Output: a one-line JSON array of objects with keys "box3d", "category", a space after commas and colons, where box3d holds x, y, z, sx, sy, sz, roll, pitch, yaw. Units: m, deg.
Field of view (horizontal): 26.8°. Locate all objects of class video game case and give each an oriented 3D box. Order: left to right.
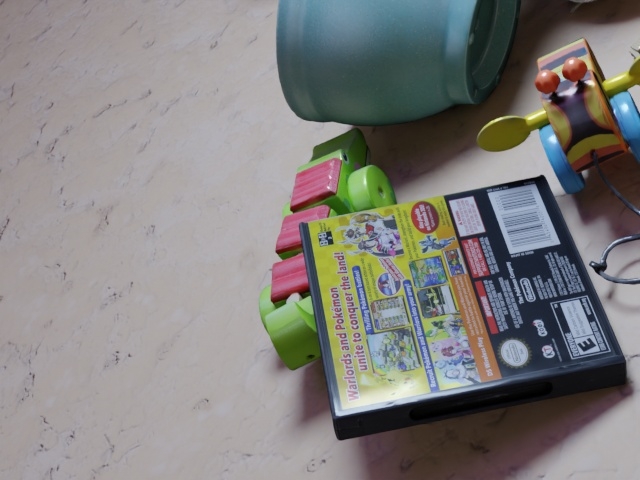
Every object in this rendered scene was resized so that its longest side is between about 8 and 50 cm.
[{"box3d": [0.117, 0.052, 1.219, 0.248, 0.035, 0.275, -11, 38, 0], "category": "video game case"}]

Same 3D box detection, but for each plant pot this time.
[{"box3d": [0.105, -0.254, 1.479, 0.196, 0.293, 0.293, 15, 59, 21], "category": "plant pot"}]

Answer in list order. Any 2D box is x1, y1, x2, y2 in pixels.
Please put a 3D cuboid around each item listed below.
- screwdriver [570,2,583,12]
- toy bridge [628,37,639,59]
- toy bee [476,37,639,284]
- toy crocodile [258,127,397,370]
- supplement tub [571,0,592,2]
[{"box3d": [0.344, -0.315, 1.506, 0.170, 0.024, 0.025, -44, 5, -1], "category": "screwdriver"}, {"box3d": [0.354, -0.150, 1.305, 0.063, 0.026, 0.188, -42, 34, 4], "category": "toy bridge"}, {"box3d": [0.253, -0.122, 1.241, 0.195, 0.162, 0.298, -35, 32, -2], "category": "toy bee"}, {"box3d": [0.000, 0.000, 1.416, 0.115, 0.105, 0.340, -19, 39, 30], "category": "toy crocodile"}, {"box3d": [0.246, -0.437, 1.439, 0.228, 0.316, 0.228, -43, 19, 19], "category": "supplement tub"}]
